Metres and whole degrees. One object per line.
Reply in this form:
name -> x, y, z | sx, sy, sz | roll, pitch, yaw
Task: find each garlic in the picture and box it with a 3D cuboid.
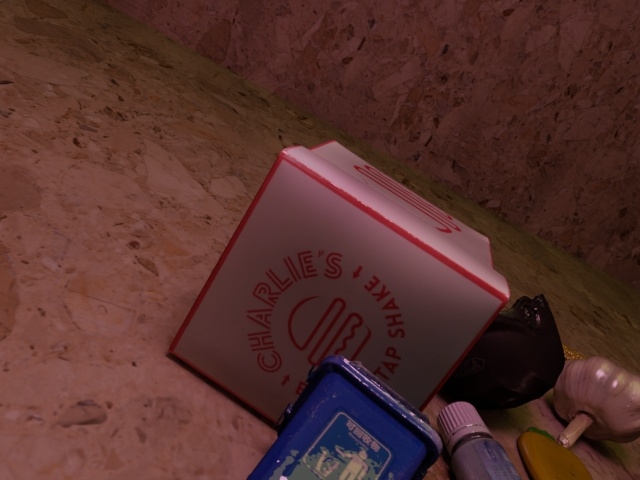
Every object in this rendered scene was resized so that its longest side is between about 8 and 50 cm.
garlic -> 0.540, 0.348, 1.152 | 0.199, 0.199, 0.226 | 40, 50, 20

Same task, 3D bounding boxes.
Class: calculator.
calculator -> 0.410, 0.397, 0.997 | 0.146, 0.032, 0.235 | 29, 19, -8

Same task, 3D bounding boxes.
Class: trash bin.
trash bin -> -0.006, 0.252, 0.578 | 0.162, 0.184, 0.234 | 36, 32, 12

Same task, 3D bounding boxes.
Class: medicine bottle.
medicine bottle -> 0.232, 0.325, 0.835 | 0.083, 0.083, 0.203 | 22, 24, -25

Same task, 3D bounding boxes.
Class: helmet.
helmet -> 0.316, 0.216, 1.051 | 0.305, 0.225, 0.177 | -6, 71, -45

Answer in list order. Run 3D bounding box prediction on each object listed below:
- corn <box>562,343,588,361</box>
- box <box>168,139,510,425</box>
corn -> 0.569, 0.282, 1.417 | 0.238, 0.080, 0.080 | 32, 21, -4
box -> 0.037, 0.069, 0.821 | 0.312, 0.314, 0.300 | 33, 18, 4
